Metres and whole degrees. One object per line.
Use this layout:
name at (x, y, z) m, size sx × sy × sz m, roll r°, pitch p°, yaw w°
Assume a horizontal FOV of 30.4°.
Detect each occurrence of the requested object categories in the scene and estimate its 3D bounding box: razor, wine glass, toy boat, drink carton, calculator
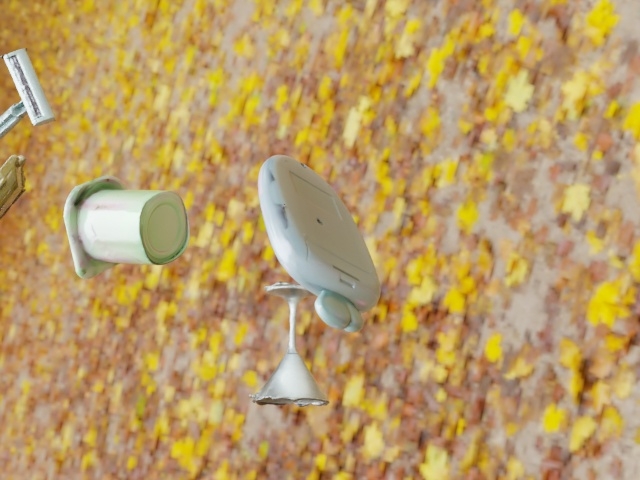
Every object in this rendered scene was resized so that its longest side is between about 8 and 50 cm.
razor at (-0.349, -0.109, 1.239) m, size 0.211 × 0.036 × 0.084 m, roll -36°, pitch 72°, yaw 38°
wine glass at (-0.040, 0.159, 1.788) m, size 0.122 × 0.122 × 0.183 m, roll 159°, pitch 116°, yaw -63°
toy boat at (-0.559, -0.054, 1.896) m, size 0.226 × 0.088 × 0.068 m, roll -49°, pitch 2°, yaw 1°
drink carton at (-0.286, -0.024, 1.793) m, size 0.142 × 0.146 × 0.144 m, roll 1°, pitch 109°, yaw 36°
calculator at (0.000, 0.000, 1.519) m, size 0.041 × 0.185 × 0.299 m, roll -42°, pitch 41°, yaw 22°
